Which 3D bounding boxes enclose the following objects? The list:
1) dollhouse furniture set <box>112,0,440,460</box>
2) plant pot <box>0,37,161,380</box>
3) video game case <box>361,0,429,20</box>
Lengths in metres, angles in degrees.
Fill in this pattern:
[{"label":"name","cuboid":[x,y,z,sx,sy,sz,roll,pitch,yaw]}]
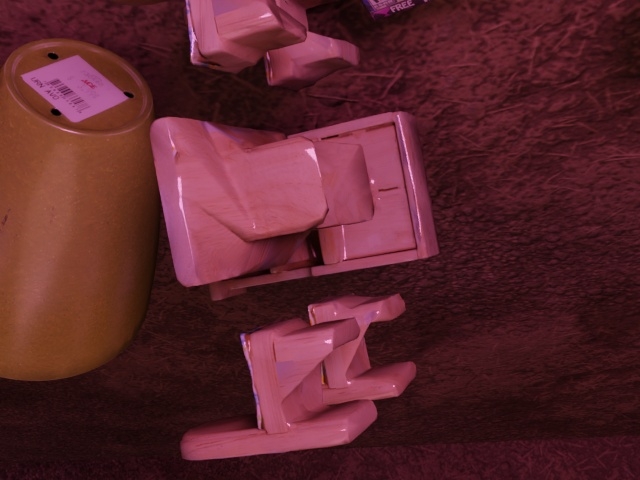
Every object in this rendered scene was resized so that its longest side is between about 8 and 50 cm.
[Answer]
[{"label":"dollhouse furniture set","cuboid":[-0.066,-0.031,0.772,0.256,0.362,0.394,-11,180,20]},{"label":"plant pot","cuboid":[-0.276,-0.049,0.868,0.274,0.275,0.293,13,135,-20]},{"label":"video game case","cuboid":[0.096,-0.272,0.607,0.232,0.042,0.210,-13,148,27]}]
